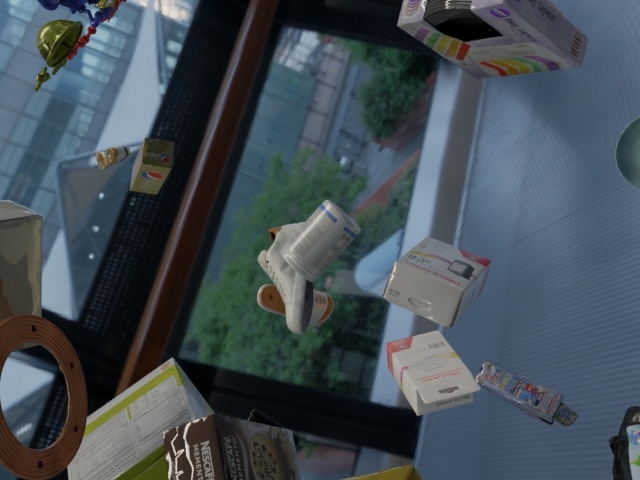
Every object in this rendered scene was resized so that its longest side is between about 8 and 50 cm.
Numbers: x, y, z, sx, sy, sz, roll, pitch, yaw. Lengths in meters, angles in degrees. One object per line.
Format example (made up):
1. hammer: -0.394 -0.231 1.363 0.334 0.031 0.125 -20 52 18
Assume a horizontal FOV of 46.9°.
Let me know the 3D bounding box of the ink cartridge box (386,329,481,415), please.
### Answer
1. ink cartridge box: 0.211 0.258 1.389 0.198 0.115 0.067 -121 22 -61

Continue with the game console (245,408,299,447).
1. game console: -0.110 0.428 1.612 0.107 0.122 0.071 -62 -7 17

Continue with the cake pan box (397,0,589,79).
1. cake pan box: 0.310 -0.383 1.338 0.246 0.267 0.070 4 77 48

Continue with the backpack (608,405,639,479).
1. backpack: 0.627 0.509 1.284 0.355 0.274 0.290 -35 -58 -54

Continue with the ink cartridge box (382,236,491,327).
1. ink cartridge box: 0.352 0.115 2.193 0.306 0.226 0.131 -29 -42 -61

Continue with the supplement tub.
1. supplement tub: 0.000 0.000 1.078 0.107 0.071 0.071 -46 15 6

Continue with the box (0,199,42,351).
1. box: -0.700 0.079 1.617 0.148 0.121 0.310 19 111 36

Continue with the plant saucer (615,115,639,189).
1. plant saucer: 0.786 -0.206 1.707 0.194 0.195 0.037 -64 -10 22

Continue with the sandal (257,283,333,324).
1. sandal: -0.055 0.183 2.080 0.076 0.265 0.101 -1 78 51

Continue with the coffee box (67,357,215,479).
1. coffee box: -0.390 0.573 1.835 0.338 0.337 0.334 -35 26 -8

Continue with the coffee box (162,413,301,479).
1. coffee box: -0.155 0.440 1.399 0.119 0.297 0.168 -23 63 19

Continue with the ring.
1. ring: -0.588 0.317 1.505 0.336 0.032 0.336 -13 -90 -76

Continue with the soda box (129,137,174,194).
1. soda box: -0.350 -0.150 1.520 0.181 0.061 0.058 146 129 -64

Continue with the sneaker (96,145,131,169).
1. sneaker: -0.339 -0.136 1.209 0.083 0.037 0.031 -5 101 50

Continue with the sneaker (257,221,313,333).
1. sneaker: -0.081 0.089 1.678 0.105 0.123 0.290 79 -172 -51

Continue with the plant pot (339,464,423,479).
1. plant pot: 0.135 0.637 1.568 0.212 0.212 0.187 -25 12 34

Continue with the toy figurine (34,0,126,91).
1. toy figurine: -0.576 -0.521 1.579 0.191 0.217 0.362 -31 25 44

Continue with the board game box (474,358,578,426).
1. board game box: 0.472 0.355 1.628 0.060 0.194 0.194 -58 32 -10
